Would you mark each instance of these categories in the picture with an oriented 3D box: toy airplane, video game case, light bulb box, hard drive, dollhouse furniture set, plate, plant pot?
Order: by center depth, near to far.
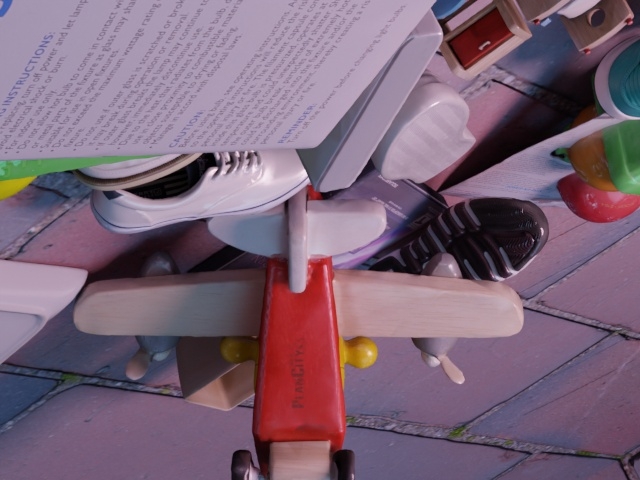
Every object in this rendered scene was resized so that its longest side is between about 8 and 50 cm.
[{"bbox_3d":[-0.159,-0.252,1.283,0.361,0.358,0.225,-4,147,-38],"label":"light bulb box"},{"bbox_3d":[-0.016,-0.220,1.549,0.040,0.307,0.203,-10,152,-28],"label":"hard drive"},{"bbox_3d":[0.184,-0.229,1.948,0.184,0.129,0.129,-35,154,22],"label":"dollhouse furniture set"},{"bbox_3d":[-0.427,0.110,2.166,0.278,0.045,0.277,-38,154,28],"label":"plate"},{"bbox_3d":[-0.027,0.082,2.237,0.384,0.386,0.272,-44,-167,14],"label":"toy airplane"},{"bbox_3d":[0.000,0.000,2.371,0.274,0.026,0.196,-33,154,15],"label":"video game case"},{"bbox_3d":[-0.118,0.138,2.457,0.109,0.096,0.109,-34,155,18],"label":"plant pot"}]

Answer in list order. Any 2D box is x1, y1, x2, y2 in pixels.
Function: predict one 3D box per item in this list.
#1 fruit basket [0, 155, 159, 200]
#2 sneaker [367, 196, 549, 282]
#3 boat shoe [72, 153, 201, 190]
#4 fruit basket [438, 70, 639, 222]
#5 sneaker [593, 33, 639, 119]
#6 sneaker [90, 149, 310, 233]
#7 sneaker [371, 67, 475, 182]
[{"bbox_3d":[-0.276,-0.123,1.598,0.392,0.283,0.392,-21,139,-19],"label":"fruit basket"},{"bbox_3d":[0.191,-0.007,2.428,0.281,0.106,0.162,-24,-174,42],"label":"sneaker"},{"bbox_3d":[-0.110,-0.159,1.848,0.302,0.113,0.103,-32,156,-9],"label":"boat shoe"},{"bbox_3d":[0.371,-0.110,2.394,0.327,0.165,0.353,5,164,-37],"label":"fruit basket"},{"bbox_3d":[0.448,-0.224,2.110,0.295,0.123,0.178,-36,-161,-21],"label":"sneaker"},{"bbox_3d":[-0.107,-0.069,2.024,0.258,0.094,0.091,-20,169,-17],"label":"sneaker"},{"bbox_3d":[0.063,-0.152,1.927,0.108,0.169,0.292,-35,172,3],"label":"sneaker"}]
